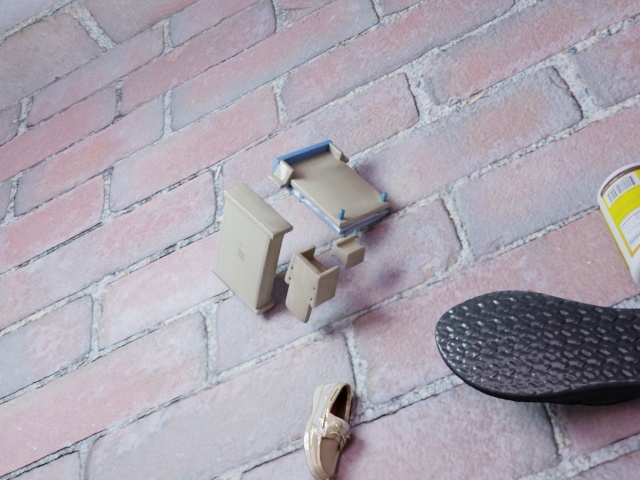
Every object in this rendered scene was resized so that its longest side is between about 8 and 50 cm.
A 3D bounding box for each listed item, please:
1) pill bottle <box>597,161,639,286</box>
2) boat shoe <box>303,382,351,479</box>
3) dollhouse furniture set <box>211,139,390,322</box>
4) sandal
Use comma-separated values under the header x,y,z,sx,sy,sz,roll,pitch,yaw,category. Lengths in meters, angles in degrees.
x,y,z,sx,sy,sz,roll,pitch,yaw,category
0.483,-0.007,1.355,0.117,0.117,0.215,-24,42,14,pill bottle
0.017,0.286,1.451,0.059,0.063,0.170,-21,41,27,boat shoe
0.000,0.000,1.739,0.303,0.198,0.286,-25,54,-36,dollhouse furniture set
0.376,0.167,1.296,0.446,0.107,0.167,2,51,21,sandal
